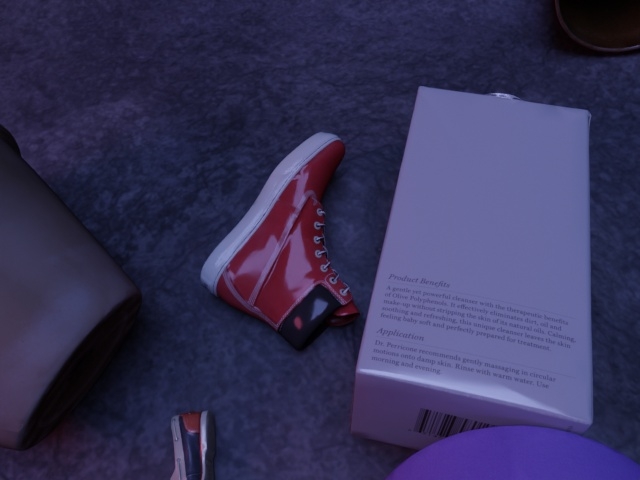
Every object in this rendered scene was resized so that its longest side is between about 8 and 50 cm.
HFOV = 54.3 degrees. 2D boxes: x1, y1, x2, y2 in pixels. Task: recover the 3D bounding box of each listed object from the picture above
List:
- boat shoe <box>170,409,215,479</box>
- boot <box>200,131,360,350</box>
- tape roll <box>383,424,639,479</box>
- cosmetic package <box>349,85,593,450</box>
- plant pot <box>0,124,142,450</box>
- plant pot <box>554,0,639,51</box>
[{"bbox_3d":[-0.132,0.243,0.638,0.043,0.049,0.137,-8,60,3],"label":"boat shoe"},{"bbox_3d":[0.000,0.000,0.736,0.176,0.088,0.244,30,77,17],"label":"boot"},{"bbox_3d":[0.160,0.287,0.484,0.275,0.090,0.274,3,106,9],"label":"tape roll"},{"bbox_3d":[0.161,0.023,0.644,0.197,0.155,0.365,12,54,9],"label":"cosmetic package"},{"bbox_3d":[-0.351,0.053,0.632,0.280,0.323,0.323,33,68,0],"label":"plant pot"},{"bbox_3d":[0.411,-0.421,0.875,0.216,0.215,0.230,-3,48,2],"label":"plant pot"}]
